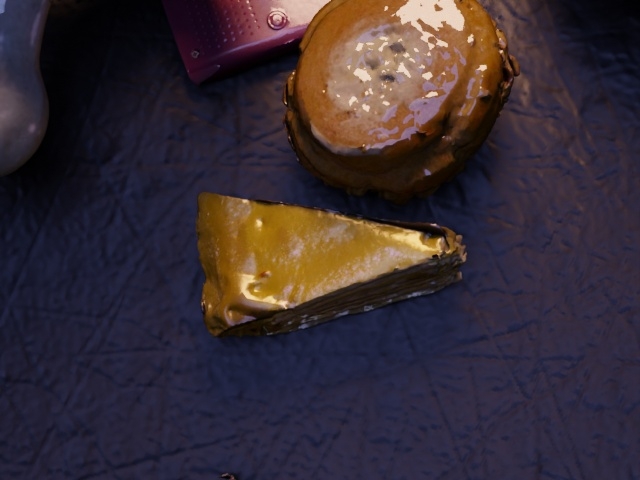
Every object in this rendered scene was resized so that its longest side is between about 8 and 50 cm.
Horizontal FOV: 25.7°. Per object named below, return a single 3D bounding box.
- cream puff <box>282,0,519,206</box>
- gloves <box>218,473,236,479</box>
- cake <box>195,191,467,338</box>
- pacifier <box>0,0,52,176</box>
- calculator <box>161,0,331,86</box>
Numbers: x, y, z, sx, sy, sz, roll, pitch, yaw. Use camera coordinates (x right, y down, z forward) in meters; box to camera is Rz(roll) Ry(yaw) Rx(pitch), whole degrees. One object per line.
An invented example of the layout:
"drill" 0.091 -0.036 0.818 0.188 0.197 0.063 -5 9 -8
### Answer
"cream puff" 0.055 -0.101 0.968 0.165 0.115 0.150 -18 73 10
"gloves" -0.040 0.227 0.932 0.144 0.094 0.110 21 73 26
"cake" 0.001 0.001 0.987 0.185 0.080 0.116 -24 67 9
"pacifier" -0.200 -0.192 0.910 0.332 0.220 0.273 13 64 -10
"calculator" -0.025 -0.201 1.032 0.190 0.034 0.127 -20 78 0
